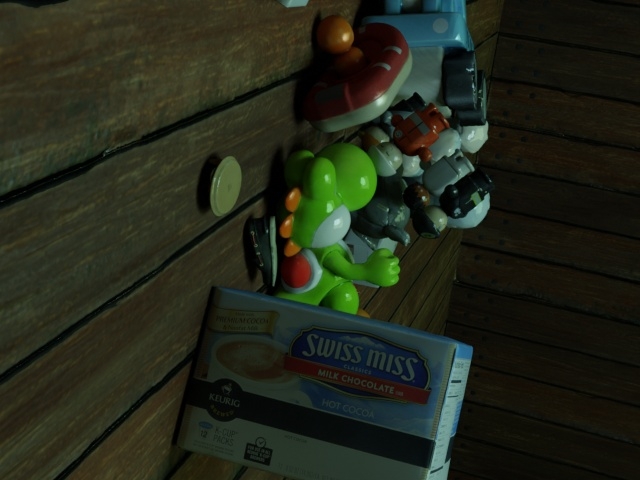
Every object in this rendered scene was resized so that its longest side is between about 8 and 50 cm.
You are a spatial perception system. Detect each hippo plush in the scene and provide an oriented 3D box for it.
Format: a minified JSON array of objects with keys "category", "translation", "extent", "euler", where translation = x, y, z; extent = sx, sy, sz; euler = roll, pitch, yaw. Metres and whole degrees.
[{"category":"hippo plush","translation":[0.226,-0.128,2.076],"extent":[0.294,0.234,0.237],"euler":[-147,-142,-67]}]

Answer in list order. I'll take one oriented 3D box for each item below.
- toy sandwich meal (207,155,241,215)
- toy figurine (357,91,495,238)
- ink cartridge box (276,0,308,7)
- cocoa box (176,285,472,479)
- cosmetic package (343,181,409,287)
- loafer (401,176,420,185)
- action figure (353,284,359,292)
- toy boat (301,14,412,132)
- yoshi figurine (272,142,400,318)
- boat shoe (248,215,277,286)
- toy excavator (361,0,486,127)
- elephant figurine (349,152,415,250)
[{"category":"toy sandwich meal","translation":[-0.126,-0.070,1.262],"extent":[0.085,0.029,0.086],"euler":[14,90,-71]},{"category":"toy figurine","translation":[0.167,-0.126,1.680],"extent":[0.148,0.213,0.209],"euler":[-38,-161,5]},{"category":"ink cartridge box","translation":[0.014,-0.402,1.337],"extent":[0.181,0.056,0.224],"euler":[-57,172,22]},{"category":"cocoa box","translation":[0.017,0.213,1.402],"extent":[0.231,0.347,0.228],"euler":[27,76,-74]},{"category":"cosmetic package","translation":[0.120,-0.020,2.127],"extent":[0.231,0.085,0.117],"euler":[-65,161,-43]},{"category":"loafer","translation":[0.220,-0.171,2.416],"extent":[0.223,0.076,0.078],"euler":[-63,146,-39]},{"category":"action figure","translation":[0.065,0.118,2.152],"extent":[0.115,0.030,0.038],"euler":[81,31,-51]},{"category":"toy boat","translation":[0.044,-0.282,1.565],"extent":[0.151,0.151,0.231],"euler":[61,34,-24]},{"category":"yoshi figurine","translation":[0.026,-0.009,1.609],"extent":[0.203,0.203,0.362],"euler":[-85,173,-48]},{"category":"boat shoe","translation":[-0.084,0.016,1.472],"extent":[0.133,0.042,0.049],"euler":[87,1,-46]},{"category":"toy excavator","translation":[0.168,-0.447,1.789],"extent":[0.433,0.222,0.446],"euler":[17,72,-75]},{"category":"elephant figurine","translation":[0.120,-0.069,1.906],"extent":[0.239,0.169,0.186],"euler":[34,63,-70]}]
